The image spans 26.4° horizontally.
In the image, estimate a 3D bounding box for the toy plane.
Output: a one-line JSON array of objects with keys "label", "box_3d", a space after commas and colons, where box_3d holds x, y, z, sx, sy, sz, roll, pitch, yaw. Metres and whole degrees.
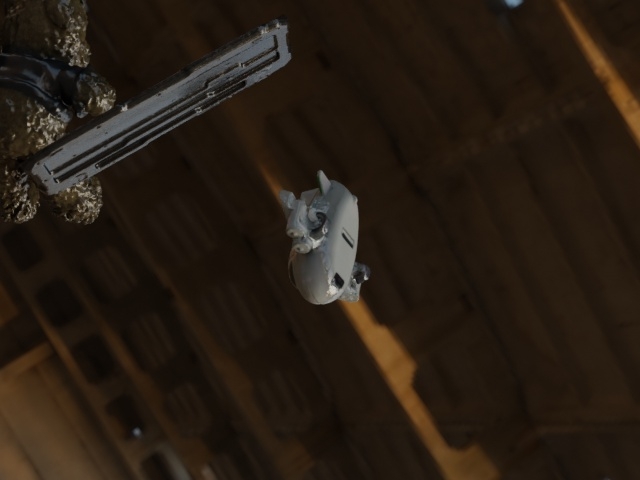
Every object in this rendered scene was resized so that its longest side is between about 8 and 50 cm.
[{"label": "toy plane", "box_3d": [0.003, 0.000, 1.594, 0.080, 0.174, 0.174, -14, -67, 26]}]

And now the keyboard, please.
[{"label": "keyboard", "box_3d": [-0.140, -0.118, 1.204, 0.016, 0.262, 0.106, 58, -6, 14]}]

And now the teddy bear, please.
[{"label": "teddy bear", "box_3d": [-0.275, -0.129, 1.320, 0.182, 0.129, 0.251, 10, -77, 26]}]
